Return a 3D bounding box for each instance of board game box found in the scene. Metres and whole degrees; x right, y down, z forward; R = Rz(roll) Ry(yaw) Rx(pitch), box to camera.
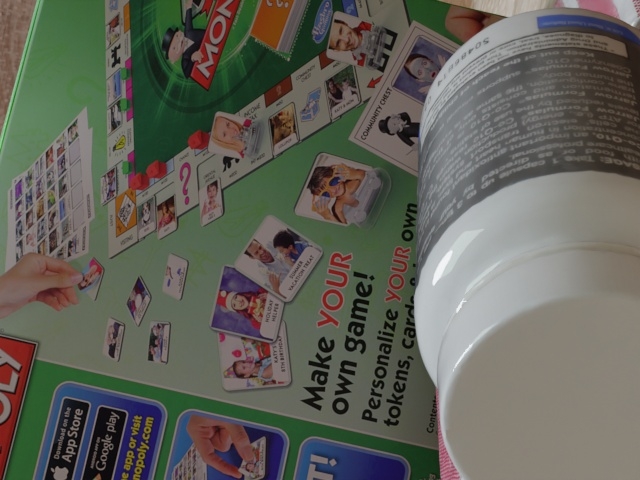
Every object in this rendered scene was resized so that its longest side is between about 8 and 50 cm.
[{"bbox_3d":[-0.038,0.039,0.768,0.046,0.213,0.317,117,166,-74],"label":"board game box"}]

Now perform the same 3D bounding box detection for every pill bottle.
[{"bbox_3d":[0.062,0.004,0.476,0.137,0.078,0.078,-83,8,-59],"label":"pill bottle"}]

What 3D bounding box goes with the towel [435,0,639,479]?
[{"bbox_3d":[0.079,-0.007,0.650,0.144,0.029,0.197,-87,13,-66],"label":"towel"}]
